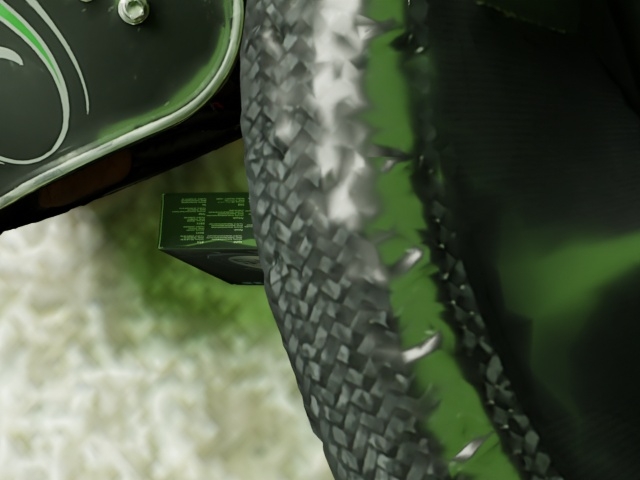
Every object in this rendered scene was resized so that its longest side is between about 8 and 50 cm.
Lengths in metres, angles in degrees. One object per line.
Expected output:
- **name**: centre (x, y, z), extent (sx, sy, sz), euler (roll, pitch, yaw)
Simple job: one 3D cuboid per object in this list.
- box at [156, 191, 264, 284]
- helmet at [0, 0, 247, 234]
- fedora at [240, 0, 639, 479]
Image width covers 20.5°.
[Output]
- **box**: centre (0.000, 0.000, 0.551), extent (0.083, 0.067, 0.018), euler (0, 79, 17)
- **helmet**: centre (-0.084, -0.098, 0.549), extent (0.169, 0.169, 0.161), euler (-25, 89, 11)
- **fedora**: centre (0.146, -0.024, 0.375), extent (0.334, 0.152, 0.334), euler (-2, 81, 16)
